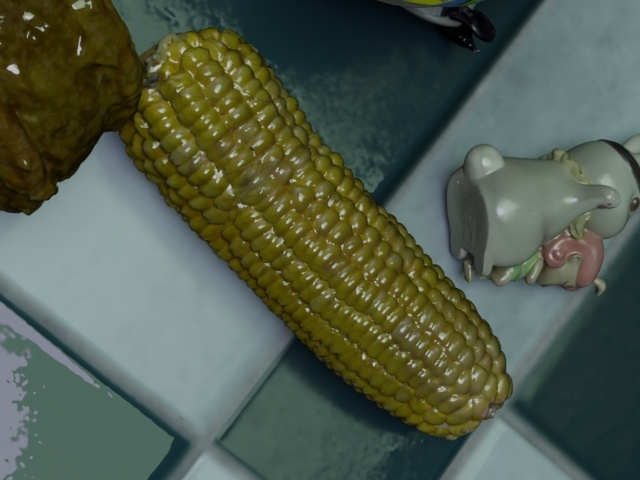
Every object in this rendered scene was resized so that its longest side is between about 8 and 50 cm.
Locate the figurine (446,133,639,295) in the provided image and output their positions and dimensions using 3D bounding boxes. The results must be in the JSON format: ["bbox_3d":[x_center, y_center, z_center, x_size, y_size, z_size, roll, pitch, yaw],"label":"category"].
[{"bbox_3d":[0.151,-0.019,1.007,0.146,0.081,0.098,-7,131,-22],"label":"figurine"}]

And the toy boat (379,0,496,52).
[{"bbox_3d":[0.109,-0.198,0.976,0.269,0.141,0.141,-36,96,-17],"label":"toy boat"}]

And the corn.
[{"bbox_3d":[0.000,0.000,0.935,0.292,0.101,0.101,45,75,-10],"label":"corn"}]

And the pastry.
[{"bbox_3d":[-0.180,-0.105,0.849,0.103,0.189,0.189,-45,98,-17],"label":"pastry"}]
